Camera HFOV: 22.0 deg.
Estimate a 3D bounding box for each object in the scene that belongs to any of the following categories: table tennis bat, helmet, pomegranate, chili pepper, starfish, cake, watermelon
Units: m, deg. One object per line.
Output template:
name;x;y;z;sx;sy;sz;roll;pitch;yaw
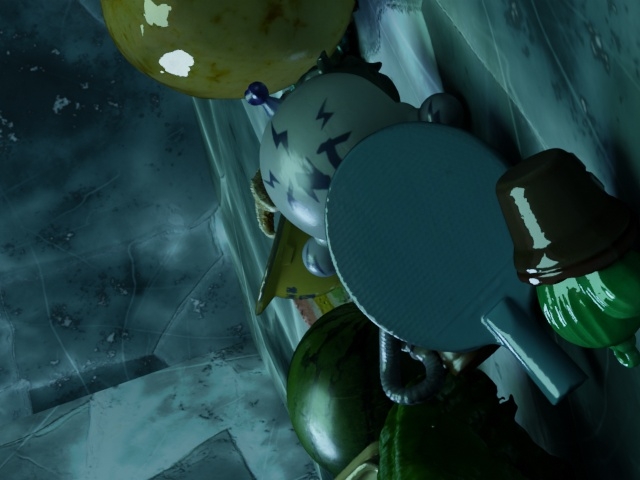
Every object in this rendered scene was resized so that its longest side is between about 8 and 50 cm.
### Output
table tennis bat;0.138;0.026;1.624;0.329;0.215;0.044;48;-161;15
helmet;0.000;0.000;2.422;0.205;0.140;0.257;102;-179;-74
pomegranate;-0.099;-0.318;1.970;0.342;0.342;0.343;161;90;-81
chili pepper;0.143;0.272;1.724;0.213;0.167;0.385;40;-159;-9
starfish;-0.065;-0.119;2.506;0.216;0.071;0.238;-54;-27;-67
cake;0.003;0.071;2.605;0.090;0.109;0.225;63;180;29
watermelon;0.072;0.197;2.143;0.242;0.242;0.242;161;90;-81

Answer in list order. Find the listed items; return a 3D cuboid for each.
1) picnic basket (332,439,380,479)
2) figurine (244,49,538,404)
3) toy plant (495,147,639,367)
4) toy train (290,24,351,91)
picnic basket;0.127;0.393;1.921;0.313;0.228;0.175;48;-151;11
figurine;0.078;-0.038;1.770;0.382;0.261;0.186;50;-165;16
toy plant;0.222;0.021;1.349;0.200;0.105;0.143;56;161;-11
toy train;-0.001;-0.223;2.164;0.154;0.107;0.198;100;150;-87
